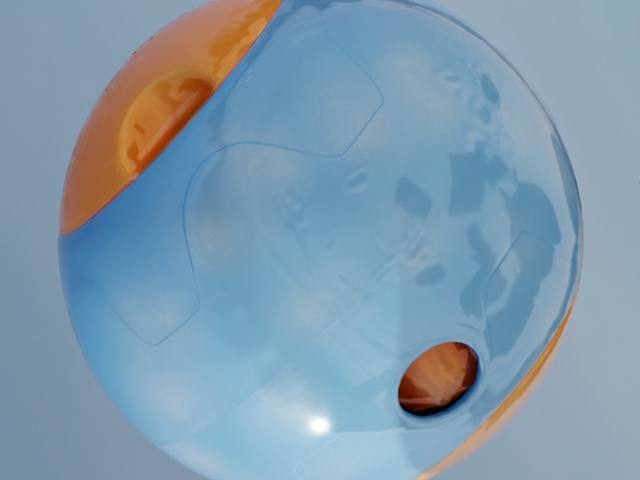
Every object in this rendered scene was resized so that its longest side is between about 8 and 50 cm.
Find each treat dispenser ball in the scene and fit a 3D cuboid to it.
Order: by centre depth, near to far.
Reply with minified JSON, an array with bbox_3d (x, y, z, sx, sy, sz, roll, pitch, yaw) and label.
[{"bbox_3d":[0.000,0.000,1.080,0.288,0.288,0.288,32,-135,-39],"label":"treat dispenser ball"}]
